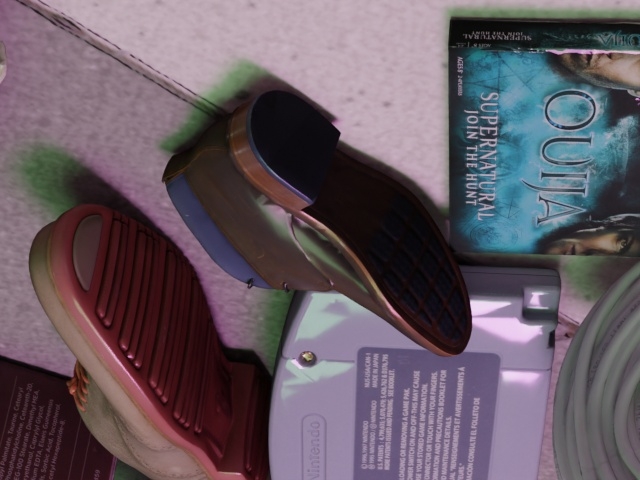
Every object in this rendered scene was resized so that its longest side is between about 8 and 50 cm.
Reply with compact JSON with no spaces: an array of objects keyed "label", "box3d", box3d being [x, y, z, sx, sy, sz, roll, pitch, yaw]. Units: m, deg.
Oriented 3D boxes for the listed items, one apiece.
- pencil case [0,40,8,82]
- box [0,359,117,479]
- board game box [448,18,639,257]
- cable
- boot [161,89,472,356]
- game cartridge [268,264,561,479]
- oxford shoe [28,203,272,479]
[{"label":"pencil case","box3d":[-0.381,-0.095,0.745,0.410,0.160,0.184,21,101,-17]},{"label":"box","box3d":[-0.285,0.202,1.120,0.203,0.167,0.168,20,142,-17]},{"label":"board game box","box3d":[0.138,-0.055,0.828,0.126,0.026,0.186,2,143,7]},{"label":"cable","box3d":[0.263,0.109,0.840,0.257,0.257,0.089,-37,134,16]},{"label":"boot","box3d":[0.000,0.000,0.884,0.106,0.082,0.219,-18,124,44]},{"label":"game cartridge","box3d":[0.062,0.140,1.016,0.198,0.062,0.297,5,126,6]},{"label":"oxford shoe","box3d":[-0.136,0.101,1.002,0.130,0.123,0.348,-5,142,19]}]
